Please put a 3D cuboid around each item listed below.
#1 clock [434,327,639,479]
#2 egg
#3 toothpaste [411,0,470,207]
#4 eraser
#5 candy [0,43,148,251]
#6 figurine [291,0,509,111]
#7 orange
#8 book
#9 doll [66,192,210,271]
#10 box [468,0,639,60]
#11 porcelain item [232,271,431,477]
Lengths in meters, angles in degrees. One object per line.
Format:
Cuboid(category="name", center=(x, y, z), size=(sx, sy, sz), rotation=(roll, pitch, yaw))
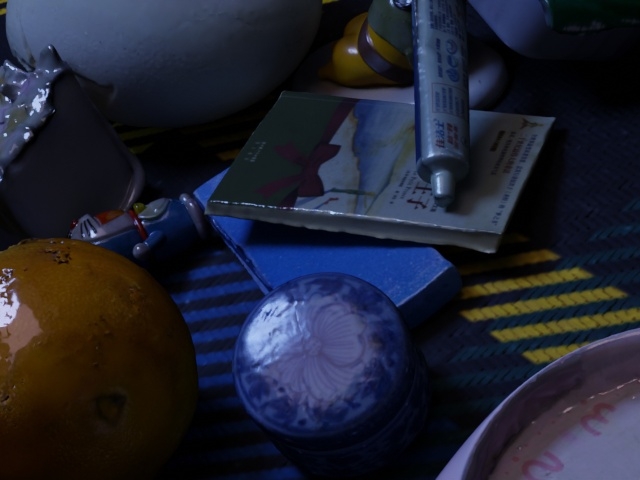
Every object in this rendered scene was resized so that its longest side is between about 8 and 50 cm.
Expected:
Cuboid(category="clock", center=(0.190, 0.245, 0.917), size=(0.377, 0.250, 0.368), rotation=(-27, 39, -10))
Cuboid(category="egg", center=(-0.161, -0.258, 1.661), size=(0.345, 0.283, 0.283), rotation=(8, 50, 21))
Cuboid(category="toothpaste", center=(0.110, -0.145, 1.429), size=(0.069, 0.047, 0.268), rotation=(12, 56, -14))
Cuboid(category="eraser", center=(0.000, 0.000, 1.465), size=(0.144, 0.042, 0.312), rotation=(-33, 39, -8))
Cuboid(category="candy", center=(-0.294, -0.067, 1.600), size=(0.137, 0.195, 0.185), rotation=(4, 53, 40))
Cuboid(category="figurine", center=(0.058, -0.207, 1.585), size=(0.250, 0.141, 0.166), rotation=(-1, 47, 30))
Cuboid(category="orange", center=(-0.222, 0.116, 1.308), size=(0.240, 0.240, 0.240), rotation=(-16, 40, 14))
Cuboid(category="book", center=(0.057, -0.070, 1.461), size=(0.289, 0.026, 0.201), rotation=(6, 38, 21))
Cuboid(category="doll", center=(-0.188, 0.002, 1.542), size=(0.152, 0.085, 0.114), rotation=(-23, 14, -9))
Cuboid(category="box", center=(0.203, -0.282, 1.514), size=(0.264, 0.106, 0.336), rotation=(-3, 46, -40))
Cuboid(category="porcelain item", center=(0.009, 0.106, 1.253), size=(0.147, 0.114, 0.147), rotation=(-7, 61, 13))
